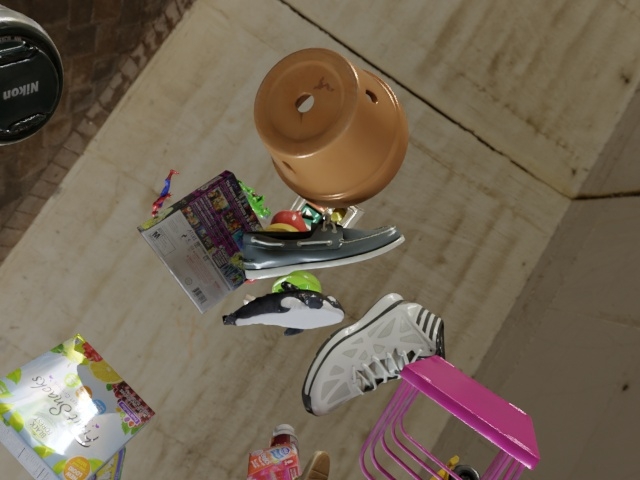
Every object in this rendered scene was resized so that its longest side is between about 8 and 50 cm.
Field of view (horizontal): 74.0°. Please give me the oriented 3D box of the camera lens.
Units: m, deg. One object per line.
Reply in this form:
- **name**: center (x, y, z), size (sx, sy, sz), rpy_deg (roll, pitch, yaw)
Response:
- **camera lens**: center (-0.598, -0.298, 0.690), size (0.219, 0.274, 0.219), rpy_deg (-63, 174, -11)

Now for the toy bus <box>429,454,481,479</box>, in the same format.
- **toy bus**: center (0.328, 0.682, 1.028), size (0.212, 0.220, 0.149), rpy_deg (-26, 136, -16)

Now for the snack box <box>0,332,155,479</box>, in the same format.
- **snack box**: center (-0.416, 0.286, 0.707), size (0.070, 0.207, 0.174), rpy_deg (-48, 175, 29)

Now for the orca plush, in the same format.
- **orca plush**: center (-0.088, 0.151, 1.003), size (0.151, 0.288, 0.102), rpy_deg (95, -18, -48)

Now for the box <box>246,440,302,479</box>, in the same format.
- **box**: center (-0.095, 0.661, 1.058), size (0.122, 0.128, 0.256), rpy_deg (-159, -122, -82)

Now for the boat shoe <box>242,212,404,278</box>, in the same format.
- **boat shoe**: center (0.000, 0.000, 0.826), size (0.320, 0.099, 0.116), rpy_deg (-11, -176, 5)

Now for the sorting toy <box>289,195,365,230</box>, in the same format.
- **sorting toy**: center (0.010, -0.078, 1.296), size (0.347, 0.196, 0.047), rpy_deg (-53, -173, 42)

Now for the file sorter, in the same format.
- **file sorter**: center (0.215, 0.333, 0.714), size (0.182, 0.202, 0.291), rpy_deg (-59, 154, 3)

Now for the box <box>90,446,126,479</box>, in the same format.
- **box**: center (-0.615, 0.594, 1.108), size (0.105, 0.179, 0.043), rpy_deg (-102, -162, -46)

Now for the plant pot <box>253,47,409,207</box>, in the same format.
- **plant pot**: center (0.006, -0.223, 0.815), size (0.290, 0.291, 0.203), rpy_deg (-57, 157, 6)

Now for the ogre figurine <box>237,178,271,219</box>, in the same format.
- **ogre figurine**: center (-0.263, -0.153, 1.678), size (0.097, 0.197, 0.118), rpy_deg (-23, -154, -4)

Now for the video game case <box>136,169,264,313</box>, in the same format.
- **video game case**: center (-0.220, 0.006, 0.878), size (0.210, 0.232, 0.042), rpy_deg (-38, -142, -19)

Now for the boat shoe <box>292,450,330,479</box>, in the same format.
- **boat shoe**: center (-0.036, 0.502, 0.850), size (0.059, 0.063, 0.170), rpy_deg (4, -116, 49)

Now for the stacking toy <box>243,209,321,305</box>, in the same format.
- **stacking toy**: center (-0.141, 0.063, 1.148), size (0.309, 0.279, 0.130), rpy_deg (-16, -145, 20)

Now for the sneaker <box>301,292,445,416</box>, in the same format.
- **sneaker**: center (0.170, 0.322, 1.132), size (0.447, 0.169, 0.258), rpy_deg (-39, -146, -28)

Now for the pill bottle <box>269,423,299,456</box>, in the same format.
- **pill bottle**: center (-0.103, 0.600, 1.199), size (0.086, 0.086, 0.152), rpy_deg (-56, -165, 13)

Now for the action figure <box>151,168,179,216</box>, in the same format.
- **action figure**: center (-0.359, -0.107, 0.978), size (0.038, 0.030, 0.115), rpy_deg (20, -99, 60)
